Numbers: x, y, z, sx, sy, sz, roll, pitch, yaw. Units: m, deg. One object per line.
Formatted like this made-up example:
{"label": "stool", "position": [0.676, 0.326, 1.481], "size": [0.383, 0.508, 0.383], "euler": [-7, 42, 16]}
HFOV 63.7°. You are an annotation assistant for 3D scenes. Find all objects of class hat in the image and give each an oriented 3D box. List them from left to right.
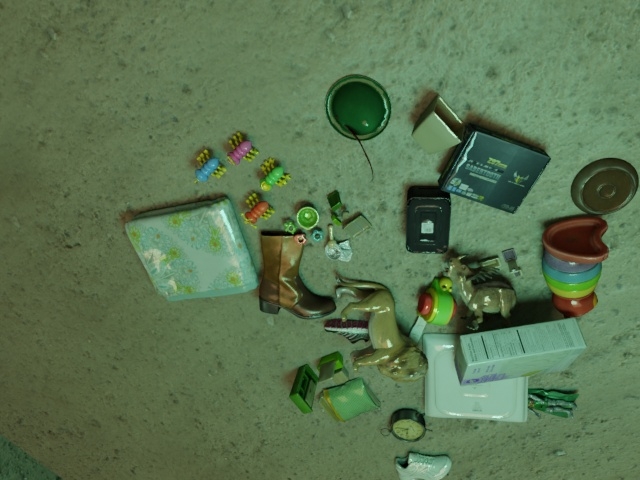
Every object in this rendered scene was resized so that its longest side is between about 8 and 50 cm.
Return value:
{"label": "hat", "position": [0.098, -0.304, 1.317], "size": [0.208, 0.184, 0.173], "euler": [32, 121, -8]}

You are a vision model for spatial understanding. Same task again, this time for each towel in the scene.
{"label": "towel", "position": [-0.415, 0.041, 1.677], "size": [0.373, 0.090, 0.321], "euler": [-9, 119, 16]}

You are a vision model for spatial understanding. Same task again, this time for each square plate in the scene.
{"label": "square plate", "position": [0.525, 0.476, 1.745], "size": [0.346, 0.049, 0.345], "euler": [-1, 110, 13]}

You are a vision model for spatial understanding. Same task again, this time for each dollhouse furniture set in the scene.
{"label": "dollhouse furniture set", "position": [0.062, 0.581, 1.867], "size": [0.197, 0.151, 0.302], "euler": [-26, 113, 23]}
{"label": "dollhouse furniture set", "position": [0.080, -0.077, 1.550], "size": [0.076, 0.059, 0.151], "euler": [-36, 128, 19]}
{"label": "dollhouse furniture set", "position": [0.534, 0.095, 1.529], "size": [0.114, 0.081, 0.091], "euler": [-18, 115, 20]}

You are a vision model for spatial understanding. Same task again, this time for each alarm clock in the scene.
{"label": "alarm clock", "position": [0.312, 0.700, 1.942], "size": [0.191, 0.064, 0.129], "euler": [-26, 113, 21]}

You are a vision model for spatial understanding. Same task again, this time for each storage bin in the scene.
{"label": "storage bin", "position": [0.308, -0.059, 1.482], "size": [0.121, 0.084, 0.180], "euler": [2, 120, 10]}

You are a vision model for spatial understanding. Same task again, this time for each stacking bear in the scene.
{"label": "stacking bear", "position": [0.716, 0.099, 1.460], "size": [0.164, 0.175, 0.289], "euler": [1, 130, 27]}

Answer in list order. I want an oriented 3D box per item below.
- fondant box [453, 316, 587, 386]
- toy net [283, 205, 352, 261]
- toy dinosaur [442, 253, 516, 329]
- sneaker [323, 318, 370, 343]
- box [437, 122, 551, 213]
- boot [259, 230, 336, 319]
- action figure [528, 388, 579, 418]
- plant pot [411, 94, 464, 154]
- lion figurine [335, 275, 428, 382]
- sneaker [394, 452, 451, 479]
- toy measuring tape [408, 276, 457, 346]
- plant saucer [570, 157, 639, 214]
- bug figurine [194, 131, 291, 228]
{"label": "fondant box", "position": [0.577, 0.337, 1.533], "size": [0.329, 0.096, 0.238], "euler": [-9, 149, 4]}
{"label": "toy net", "position": [0.000, 0.000, 1.581], "size": [0.232, 0.045, 0.122], "euler": [43, 101, -14]}
{"label": "toy dinosaur", "position": [0.503, 0.159, 1.529], "size": [0.295, 0.127, 0.201], "euler": [11, 96, -25]}
{"label": "sneaker", "position": [0.096, 0.314, 1.754], "size": [0.170, 0.063, 0.075], "euler": [2, 115, 4]}
{"label": "box", "position": [0.457, -0.187, 1.370], "size": [0.232, 0.059, 0.184], "euler": [17, 122, -13]}
{"label": "boot", "position": [-0.068, 0.105, 1.672], "size": [0.263, 0.096, 0.281], "euler": [8, 109, 7]}
{"label": "action figure", "position": [0.754, 0.561, 1.780], "size": [0.232, 0.064, 0.137], "euler": [7, 125, 11]}
{"label": "plant pot", "position": [0.298, -0.290, 1.339], "size": [0.109, 0.109, 0.096], "euler": [43, 129, -15]}
{"label": "lion figurine", "position": [0.196, 0.278, 1.645], "size": [0.240, 0.142, 0.393], "euler": [-14, 96, 0]}
{"label": "sneaker", "position": [0.395, 0.879, 2.020], "size": [0.232, 0.090, 0.115], "euler": [-24, 110, 22]}
{"label": "toy measuring tape", "position": [0.348, 0.258, 1.638], "size": [0.121, 0.121, 0.330], "euler": [17, 121, 0]}
{"label": "plant saucer", "position": [0.763, -0.137, 1.380], "size": [0.168, 0.029, 0.169], "euler": [5, 122, 8]}
{"label": "bug figurine", "position": [-0.227, -0.179, 1.504], "size": [0.279, 0.072, 0.216], "euler": [40, 110, -13]}
